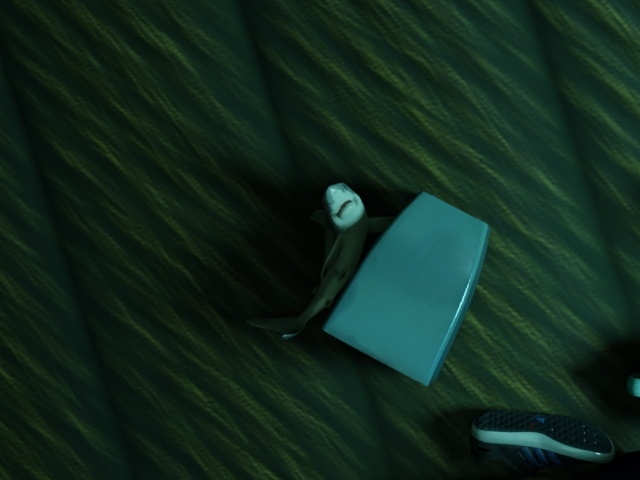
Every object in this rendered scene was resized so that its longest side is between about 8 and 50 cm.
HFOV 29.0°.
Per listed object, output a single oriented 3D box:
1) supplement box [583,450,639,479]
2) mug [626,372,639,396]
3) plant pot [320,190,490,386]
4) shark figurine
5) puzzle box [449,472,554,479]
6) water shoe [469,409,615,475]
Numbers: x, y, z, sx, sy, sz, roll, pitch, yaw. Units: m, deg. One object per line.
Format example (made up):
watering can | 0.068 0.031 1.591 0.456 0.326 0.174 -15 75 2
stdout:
supplement box | 0.481 0.470 1.633 0.194 0.195 0.356 -23 89 55
mug | 0.514 0.193 1.690 0.158 0.097 0.129 36 102 9
plant pot | 0.137 0.058 1.743 0.166 0.165 0.234 27 92 10
shark figurine | 0.004 0.018 1.817 0.116 0.166 0.278 42 122 33
puzzle box | 0.229 0.550 1.810 0.272 0.052 0.409 -7 93 15
water shoe | 0.316 0.295 1.772 0.203 0.073 0.080 10 123 12
